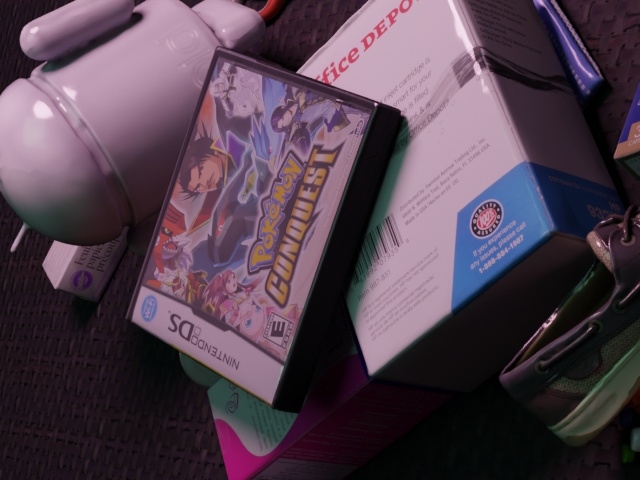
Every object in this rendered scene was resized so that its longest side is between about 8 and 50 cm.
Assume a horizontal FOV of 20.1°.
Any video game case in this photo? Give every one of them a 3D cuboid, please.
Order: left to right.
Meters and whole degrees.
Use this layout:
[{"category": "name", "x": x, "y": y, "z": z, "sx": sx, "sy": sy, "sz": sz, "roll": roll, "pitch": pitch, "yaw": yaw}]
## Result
[{"category": "video game case", "x": -0.058, "y": -0.017, "z": 1.602, "sx": 0.248, "sy": 0.035, "sz": 0.274, "roll": 25, "pitch": 99, "yaw": 49}]

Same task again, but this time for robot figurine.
[{"category": "robot figurine", "x": -0.209, "y": -0.128, "z": 1.938, "sx": 0.353, "sy": 0.300, "sz": 0.200, "roll": -35, "pitch": 27, "yaw": -15}]

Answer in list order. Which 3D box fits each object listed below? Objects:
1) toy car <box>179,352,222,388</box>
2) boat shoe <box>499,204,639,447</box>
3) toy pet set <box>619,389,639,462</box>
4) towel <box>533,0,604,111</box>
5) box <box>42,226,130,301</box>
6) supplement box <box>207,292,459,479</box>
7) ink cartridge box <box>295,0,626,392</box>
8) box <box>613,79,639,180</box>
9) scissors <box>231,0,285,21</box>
[{"category": "toy car", "x": -0.043, "y": 0.070, "z": 1.743, "sx": 0.159, "sy": 0.136, "sz": 0.182, "roll": -58, "pitch": -4, "yaw": -49}, {"category": "boat shoe", "x": 0.241, "y": 0.022, "z": 1.362, "sx": 0.285, "sy": 0.092, "sz": 0.103, "roll": -56, "pitch": 10, "yaw": 10}, {"category": "toy pet set", "x": 0.269, "y": 0.158, "z": 1.342, "sx": 0.114, "sy": 0.065, "sz": 0.122, "roll": 96, "pitch": 175, "yaw": -58}, {"category": "towel", "x": 0.102, "y": -0.109, "z": 1.689, "sx": 0.336, "sy": 0.040, "sz": 0.243, "roll": -49, "pitch": 46, "yaw": 27}, {"category": "box", "x": -0.231, "y": -0.082, "z": 2.159, "sx": 0.324, "sy": 0.063, "sz": 0.067, "roll": -61, "pitch": 33, "yaw": 14}, {"category": "supplement box", "x": 0.008, "y": 0.137, "z": 1.650, "sx": 0.220, "sy": 0.114, "sz": 0.111, "roll": -41, "pitch": 52, "yaw": 36}, {"category": "ink cartridge box", "x": 0.112, "y": -0.059, "z": 1.548, "sx": 0.223, "sy": 0.129, "sz": 0.307, "roll": -42, "pitch": 52, "yaw": 34}, {"category": "box", "x": 0.310, "y": -0.156, "z": 1.375, "sx": 0.136, "sy": 0.036, "sz": 0.225, "roll": -22, "pitch": 36, "yaw": 49}, {"category": "scissors", "x": -0.012, "y": -0.290, "z": 1.991, "sx": 0.297, "sy": 0.021, "sz": 0.109, "roll": 10, "pitch": 80, "yaw": 55}]
